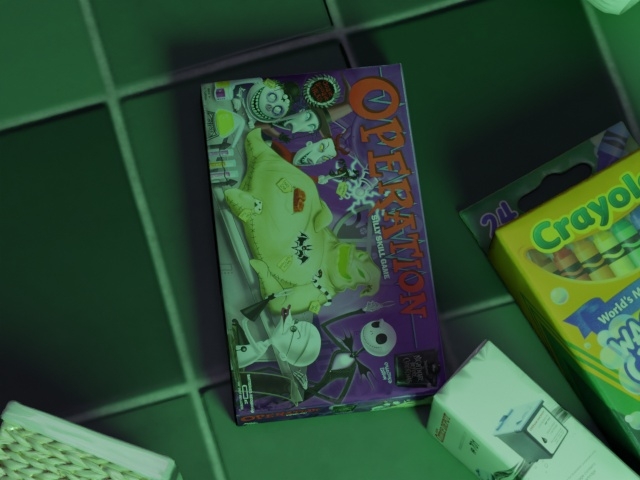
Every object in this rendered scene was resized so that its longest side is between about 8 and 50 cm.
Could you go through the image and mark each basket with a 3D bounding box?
[{"bbox_3d":[-0.223,0.230,1.769,0.167,0.113,0.103,19,74,6],"label":"basket"}]

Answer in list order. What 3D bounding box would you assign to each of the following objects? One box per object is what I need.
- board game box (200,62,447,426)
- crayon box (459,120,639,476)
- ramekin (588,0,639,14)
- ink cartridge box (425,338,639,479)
[{"bbox_3d":[0.000,0.000,1.890,0.208,0.056,0.347,-5,71,-7],"label":"board game box"},{"bbox_3d":[0.304,0.044,1.860,0.203,0.083,0.323,-29,73,-11],"label":"crayon box"},{"bbox_3d":[0.323,-0.319,1.929,0.207,0.207,0.109,-40,85,-13],"label":"ramekin"},{"bbox_3d":[0.193,0.195,1.774,0.190,0.139,0.082,41,77,13],"label":"ink cartridge box"}]
